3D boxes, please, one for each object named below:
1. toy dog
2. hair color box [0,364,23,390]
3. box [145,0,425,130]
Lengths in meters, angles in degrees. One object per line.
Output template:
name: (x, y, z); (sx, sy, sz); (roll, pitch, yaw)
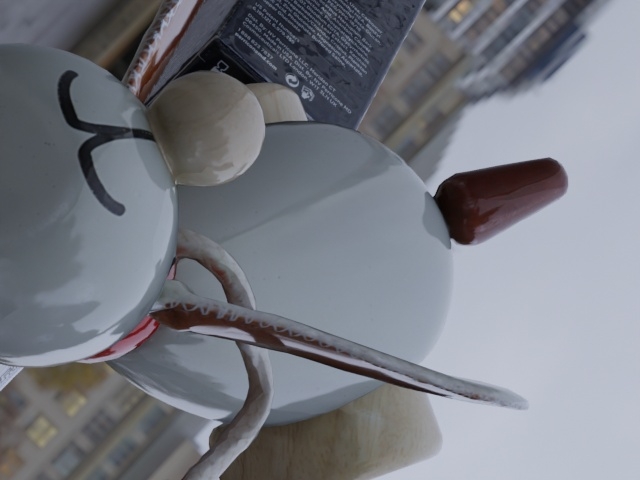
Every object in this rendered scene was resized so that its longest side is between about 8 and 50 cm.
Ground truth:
toy dog: (0.000, 0.000, 0.518); (0.161, 0.220, 0.334); (-25, -170, 6)
hair color box: (-0.169, 0.026, 0.691); (0.093, 0.053, 0.167); (-45, 161, -2)
box: (-0.038, -0.086, 0.945); (0.156, 0.093, 0.158); (-38, -162, 43)
